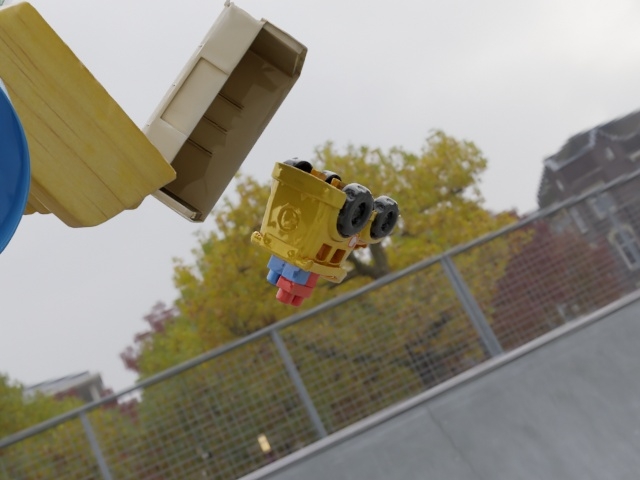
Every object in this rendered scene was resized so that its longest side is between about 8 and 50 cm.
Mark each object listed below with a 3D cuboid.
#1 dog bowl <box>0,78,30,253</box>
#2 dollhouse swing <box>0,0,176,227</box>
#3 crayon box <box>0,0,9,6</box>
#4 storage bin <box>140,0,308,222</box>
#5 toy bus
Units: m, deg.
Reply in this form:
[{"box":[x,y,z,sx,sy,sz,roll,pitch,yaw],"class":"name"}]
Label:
[{"box":[-0.299,-0.084,0.523,0.297,0.074,0.166,28,-72,-22],"class":"dog bowl"},{"box":[-0.395,-0.034,0.909,0.347,0.305,0.315,-2,-41,39],"class":"dollhouse swing"},{"box":[-0.670,-0.447,1.919,0.081,0.278,0.165,23,-28,-17],"class":"crayon box"},{"box":[-0.141,-0.165,1.307,0.262,0.123,0.260,-56,4,-1],"class":"storage bin"},{"box":[0.000,0.000,1.500,0.220,0.149,0.211,14,-81,-59],"class":"toy bus"}]
